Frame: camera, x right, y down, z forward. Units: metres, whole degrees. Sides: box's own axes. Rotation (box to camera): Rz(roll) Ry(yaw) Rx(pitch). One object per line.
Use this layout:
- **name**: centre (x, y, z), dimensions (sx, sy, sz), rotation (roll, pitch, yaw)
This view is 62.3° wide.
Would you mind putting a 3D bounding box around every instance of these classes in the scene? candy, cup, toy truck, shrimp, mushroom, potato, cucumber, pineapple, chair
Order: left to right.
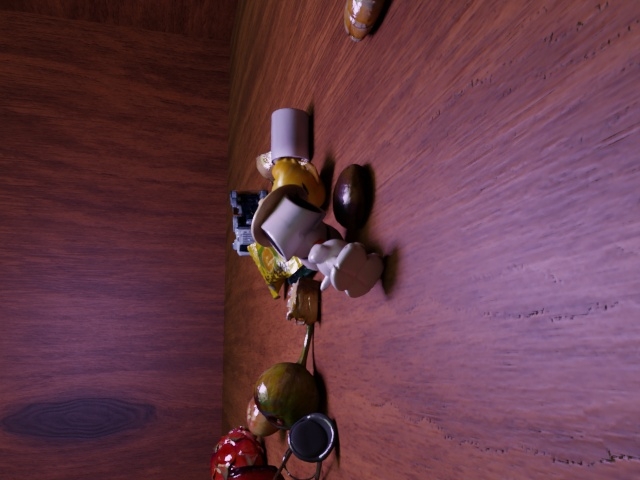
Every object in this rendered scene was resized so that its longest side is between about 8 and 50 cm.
- **toy truck**: centre (-0.248, -0.060, 1.867), dimensions (0.305, 0.137, 0.162), rotation (-108, 19, -58)
- **potato**: centre (-0.131, -0.209, 1.550), dimensions (0.172, 0.101, 0.089), rotation (168, 99, -71)
- **candy**: centre (-0.115, 0.052, 1.441), dimensions (0.297, 0.081, 0.187), rotation (-35, 77, 60)
- **cup**: centre (-0.082, -0.254, 1.364), dimensions (0.136, 0.099, 0.133), rotation (149, 121, -71)
- **pineapple**: centre (-0.042, 0.127, 1.219), dimensions (0.137, 0.069, 0.116), rotation (-106, 30, -58)
- **chair**: centre (-0.037, 0.445, 1.097), dimensions (0.221, 0.095, 0.104), rotation (108, 146, -43)
- **cucumber**: centre (-0.039, 0.076, 1.258), dimensions (0.133, 0.032, 0.032), rotation (-40, 48, 55)
- **mushroom**: centre (0.050, -0.078, 0.957), dimensions (0.123, 0.052, 0.123), rotation (-175, 90, -79)
- **shrimp**: centre (0.092, -0.459, 0.868), dimensions (0.287, 0.063, 0.152), rotation (118, 162, -60)

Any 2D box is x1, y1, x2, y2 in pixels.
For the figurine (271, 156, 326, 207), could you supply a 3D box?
- **figurine**: centre (-0.049, -0.078, 1.208), dimensions (0.156, 0.131, 0.246), rotation (-48, -35, -43)

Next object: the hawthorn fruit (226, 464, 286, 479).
- **hawthorn fruit**: centre (-0.141, 0.662, 1.253), dimensions (0.249, 0.215, 0.215), rotation (-130, 44, -56)

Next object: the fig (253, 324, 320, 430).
- **fig**: centre (-0.056, 0.295, 1.189), dimensions (0.149, 0.149, 0.245), rotation (114, 179, -52)

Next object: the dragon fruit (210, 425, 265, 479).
- **dragon fruit**: centre (-0.264, 0.742, 1.725), dimensions (0.192, 0.193, 0.273), rotation (-37, 48, 35)

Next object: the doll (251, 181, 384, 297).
- **doll**: centre (-0.012, -0.008, 0.929), dimensions (0.144, 0.208, 0.271), rotation (-56, 13, 0)

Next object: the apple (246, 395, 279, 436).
- **apple**: centre (-0.154, 0.490, 1.496), dimensions (0.126, 0.102, 0.125), rotation (-172, 90, -72)
